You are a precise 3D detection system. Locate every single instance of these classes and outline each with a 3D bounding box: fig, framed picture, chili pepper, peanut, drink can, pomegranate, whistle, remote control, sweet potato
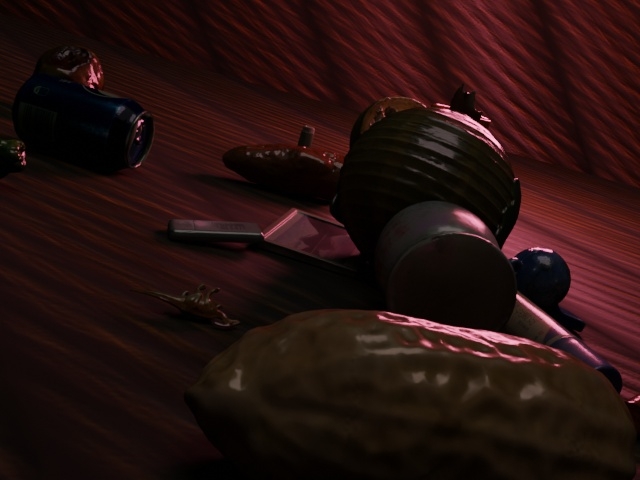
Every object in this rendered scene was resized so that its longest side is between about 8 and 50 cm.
[{"bbox_3d":[-0.486,-0.284,1.431,0.165,0.154,0.144,-11,10,44],"label":"fig"},{"bbox_3d":[0.000,0.000,1.098,0.150,0.015,0.203,18,17,9],"label":"framed picture"},{"bbox_3d":[-0.466,-0.112,0.947,0.182,0.073,0.050,12,38,-29],"label":"chili pepper"},{"bbox_3d":[0.067,0.124,0.535,0.324,0.140,0.153,10,-2,-3],"label":"peanut"},{"bbox_3d":[-0.374,-0.185,1.199,0.204,0.118,0.118,19,16,7],"label":"drink can"},{"bbox_3d":[0.180,-0.203,1.654,0.240,0.190,0.159,13,-8,-4],"label":"pomegranate"},{"bbox_3d":[0.299,0.057,0.999,0.157,0.090,0.090,22,11,-29],"label":"whistle"},{"bbox_3d":[-0.136,-0.012,0.987,0.124,0.018,0.053,2,21,-16],"label":"remote control"},{"bbox_3d":[-0.050,-0.126,1.344,0.251,0.097,0.097,9,17,-8],"label":"sweet potato"}]

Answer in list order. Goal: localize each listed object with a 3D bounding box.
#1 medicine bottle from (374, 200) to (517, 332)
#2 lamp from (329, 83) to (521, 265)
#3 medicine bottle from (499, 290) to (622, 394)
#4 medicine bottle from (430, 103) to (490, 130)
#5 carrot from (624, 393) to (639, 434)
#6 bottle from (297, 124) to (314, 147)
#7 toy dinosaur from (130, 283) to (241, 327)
[{"bbox_3d":[0.136,0.039,0.857,0.147,0.147,0.143,14,19,-6],"label":"medicine bottle"},{"bbox_3d":[0.151,-0.083,1.033,0.250,0.284,0.250,22,-13,5],"label":"lamp"},{"bbox_3d":[0.251,0.113,0.868,0.059,0.059,0.231,9,17,-20],"label":"medicine bottle"},{"bbox_3d":[0.203,-0.108,1.269,0.111,0.222,0.149,19,16,13],"label":"medicine bottle"},{"bbox_3d":[0.372,0.174,0.801,0.161,0.055,0.055,-5,25,-34],"label":"carrot"},{"bbox_3d":[-0.034,-0.204,1.622,0.030,0.083,0.030,14,16,-4],"label":"bottle"},{"bbox_3d":[-0.131,0.059,0.756,0.113,0.026,0.041,23,32,-3],"label":"toy dinosaur"}]
